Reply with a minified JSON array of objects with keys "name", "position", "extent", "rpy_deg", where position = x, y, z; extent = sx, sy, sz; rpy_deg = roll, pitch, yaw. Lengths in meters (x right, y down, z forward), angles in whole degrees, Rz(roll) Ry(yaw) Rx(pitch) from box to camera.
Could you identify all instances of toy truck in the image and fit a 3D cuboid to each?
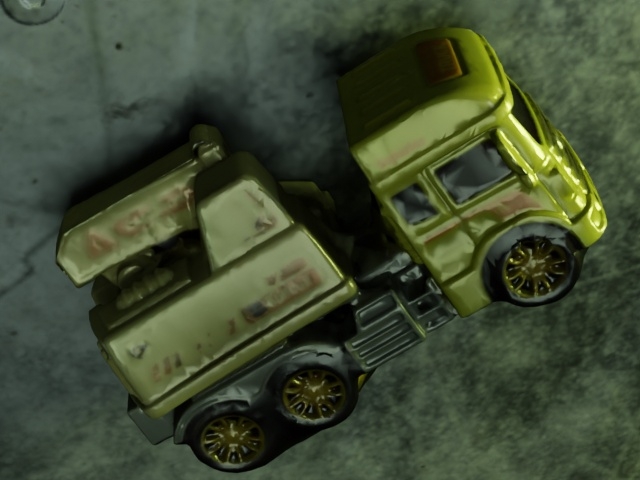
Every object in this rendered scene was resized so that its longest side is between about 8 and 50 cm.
[{"name":"toy truck","position":[0.000,0.000,1.154],"extent":[0.405,0.180,0.254],"rpy_deg":[-30,120,13]}]
